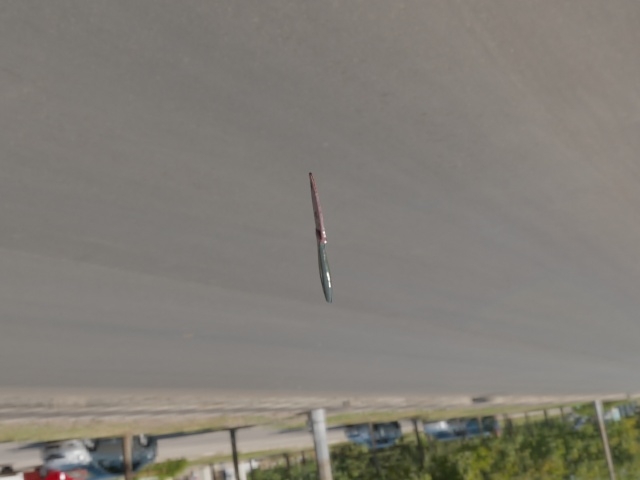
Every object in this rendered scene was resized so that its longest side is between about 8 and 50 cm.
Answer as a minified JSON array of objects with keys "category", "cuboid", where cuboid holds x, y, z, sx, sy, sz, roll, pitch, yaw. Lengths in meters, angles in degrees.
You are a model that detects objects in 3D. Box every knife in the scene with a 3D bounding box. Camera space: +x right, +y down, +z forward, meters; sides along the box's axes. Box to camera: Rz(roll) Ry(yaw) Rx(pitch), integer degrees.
[{"category":"knife","cuboid":[0.000,0.000,1.447,0.018,0.247,0.035,-15,-156,-14]}]
